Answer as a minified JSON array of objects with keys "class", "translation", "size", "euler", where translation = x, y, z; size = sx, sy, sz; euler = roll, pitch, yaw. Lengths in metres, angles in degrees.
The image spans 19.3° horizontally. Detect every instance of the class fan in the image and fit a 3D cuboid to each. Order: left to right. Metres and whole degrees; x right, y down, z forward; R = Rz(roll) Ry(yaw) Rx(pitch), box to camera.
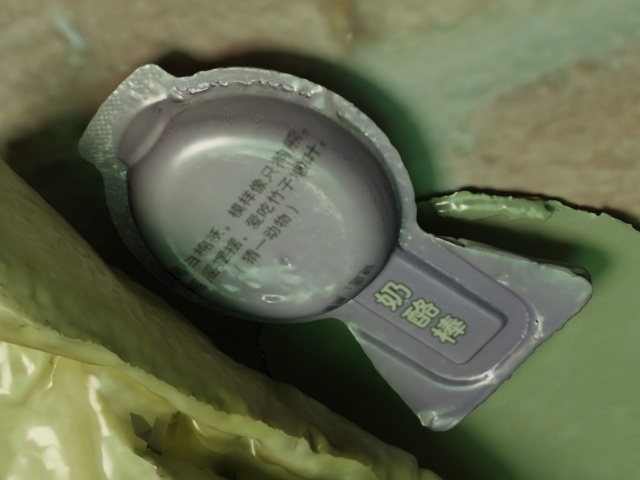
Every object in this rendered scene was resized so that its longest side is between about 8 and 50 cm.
[{"class":"fan","translation":[0.128,0.024,0.732],"size":[0.310,0.010,0.182],"euler":[-24,122,18]}]

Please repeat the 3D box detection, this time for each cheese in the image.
[{"class":"cheese","translation":[0.000,0.000,0.691],"size":[0.191,0.042,0.105],"euler":[34,119,-18]}]

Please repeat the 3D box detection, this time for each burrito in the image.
[{"class":"burrito","translation":[-0.075,0.098,0.703],"size":[0.190,0.135,0.332],"euler":[-31,119,34]}]
